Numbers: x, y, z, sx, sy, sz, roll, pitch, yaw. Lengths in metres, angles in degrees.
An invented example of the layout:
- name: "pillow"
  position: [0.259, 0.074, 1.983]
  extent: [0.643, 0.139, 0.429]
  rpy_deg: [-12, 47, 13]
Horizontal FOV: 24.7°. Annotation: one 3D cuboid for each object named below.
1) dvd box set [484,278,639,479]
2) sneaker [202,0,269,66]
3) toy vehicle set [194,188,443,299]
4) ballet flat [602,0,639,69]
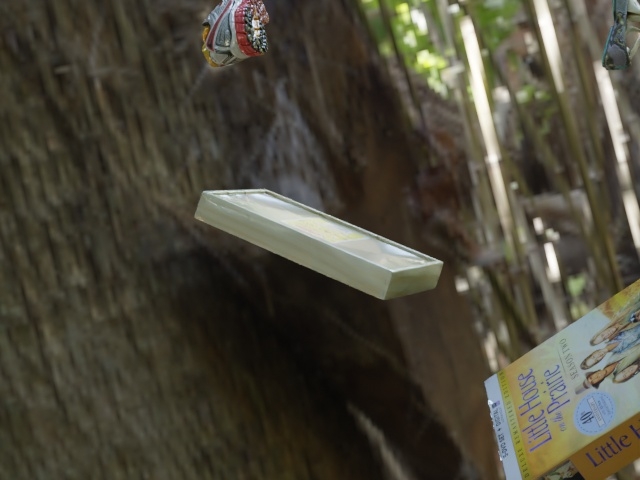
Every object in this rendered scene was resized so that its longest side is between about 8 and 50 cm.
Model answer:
- name: "dvd box set"
  position: [0.412, 0.157, 1.890]
  extent: [0.420, 0.062, 0.307]
  rpy_deg: [-35, 18, 14]
- name: "sneaker"
  position: [-0.135, -0.330, 2.166]
  extent: [0.093, 0.088, 0.225]
  rpy_deg: [-22, 28, 14]
- name: "toy vehicle set"
  position: [0.000, 0.000, 1.773]
  extent: [0.267, 0.035, 0.166]
  rpy_deg: [23, 12, 23]
- name: "ballet flat"
  position: [0.335, -0.237, 1.602]
  extent: [0.041, 0.114, 0.041]
  rpy_deg: [11, -19, 4]
